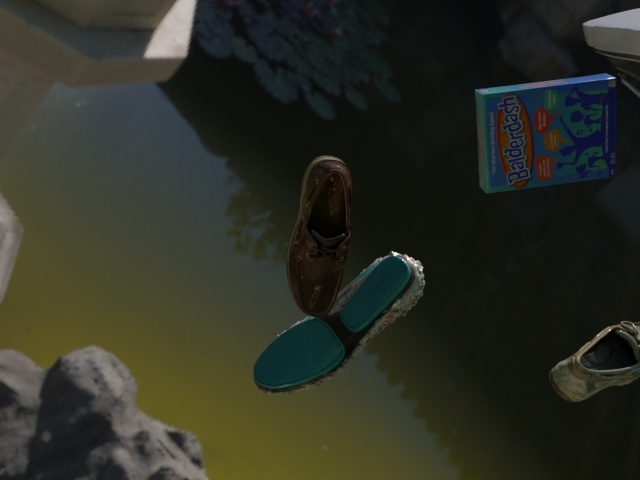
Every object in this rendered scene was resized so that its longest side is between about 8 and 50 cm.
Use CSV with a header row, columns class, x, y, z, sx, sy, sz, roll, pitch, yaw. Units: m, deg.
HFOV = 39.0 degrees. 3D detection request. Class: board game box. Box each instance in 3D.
class,x,y,z,sx,sy,sz,roll,pitch,yaw
board game box,0.351,-0.167,1.409,0.047,0.210,0.160,-104,-174,-70

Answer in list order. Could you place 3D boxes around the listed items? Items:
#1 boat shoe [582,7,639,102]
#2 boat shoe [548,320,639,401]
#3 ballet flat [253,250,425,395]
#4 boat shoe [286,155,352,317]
class,x,y,z,sx,sy,sz,roll,pitch,yaw
boat shoe,0.340,-0.164,0.869,0.301,0.108,0.102,-115,-168,-69
boat shoe,0.292,0.113,0.898,0.153,0.048,0.056,-14,60,-32
ballet flat,0.031,0.110,1.074,0.091,0.241,0.077,57,8,30
boat shoe,0.000,0.000,0.969,0.064,0.177,0.060,5,11,-9
